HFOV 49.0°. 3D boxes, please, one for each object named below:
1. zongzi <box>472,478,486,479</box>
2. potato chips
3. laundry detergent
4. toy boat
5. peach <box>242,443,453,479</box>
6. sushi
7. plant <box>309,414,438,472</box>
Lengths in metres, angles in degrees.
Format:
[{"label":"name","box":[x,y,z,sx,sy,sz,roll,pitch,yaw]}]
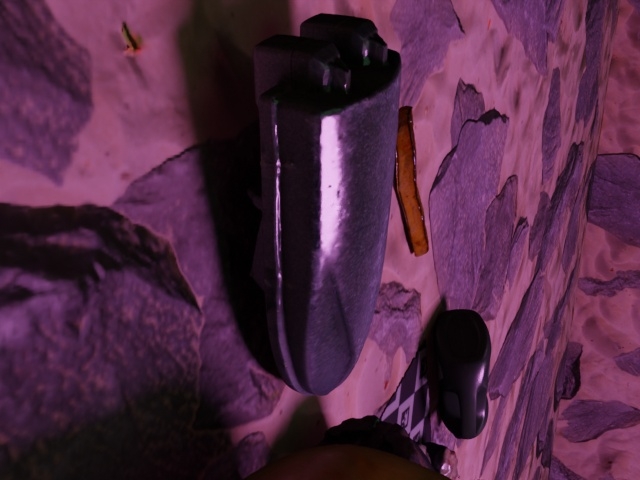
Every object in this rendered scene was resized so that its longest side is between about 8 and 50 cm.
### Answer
[{"label":"zongzi","box":[0.296,0.512,1.180,0.084,0.184,0.187,-8,106,-63]},{"label":"potato chips","box":[0.102,-0.054,0.784,0.037,0.026,0.203,-73,155,-45]},{"label":"laundry detergent","box":[0.204,0.216,1.005,0.144,0.078,0.221,-85,170,-56]},{"label":"toy boat","box":[0.000,0.000,0.534,0.141,0.092,0.319,-46,145,-50]},{"label":"peach","box":[0.023,0.304,0.434,0.314,0.282,0.315,24,88,-29]},{"label":"sushi","box":[0.119,0.324,0.908,0.294,0.059,0.292,-50,140,-44]},{"label":"plant","box":[0.060,0.296,0.674,0.164,0.142,0.255,-39,127,-41]}]
